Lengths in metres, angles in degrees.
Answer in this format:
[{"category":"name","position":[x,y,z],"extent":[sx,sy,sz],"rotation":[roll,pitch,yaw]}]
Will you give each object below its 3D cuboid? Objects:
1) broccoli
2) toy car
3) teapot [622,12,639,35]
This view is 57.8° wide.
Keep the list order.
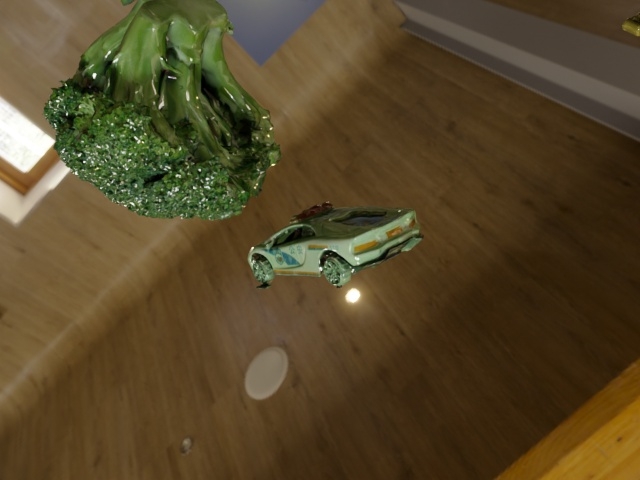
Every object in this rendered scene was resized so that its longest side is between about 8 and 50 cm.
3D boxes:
[{"category":"broccoli","position":[-0.163,-0.146,0.639],"extent":[0.294,0.265,0.245],"rotation":[-99,-157,-45]},{"category":"toy car","position":[0.000,0.000,0.492],"extent":[0.093,0.058,0.186],"rotation":[-26,-168,-35]},{"category":"teapot","position":[0.282,-0.252,0.469],"extent":[0.119,0.165,0.130],"rotation":[-31,-132,-2]}]
